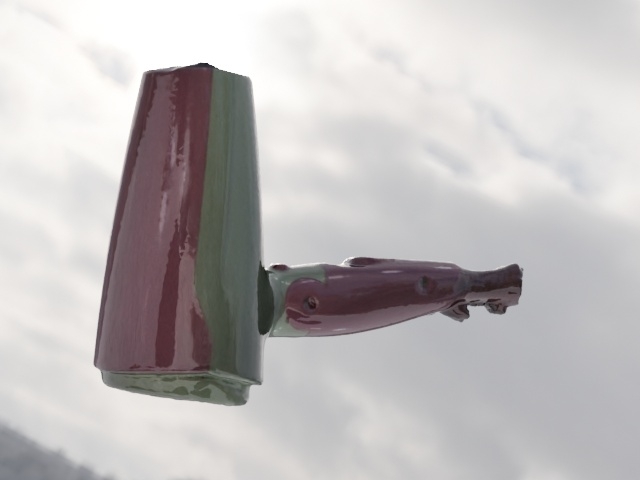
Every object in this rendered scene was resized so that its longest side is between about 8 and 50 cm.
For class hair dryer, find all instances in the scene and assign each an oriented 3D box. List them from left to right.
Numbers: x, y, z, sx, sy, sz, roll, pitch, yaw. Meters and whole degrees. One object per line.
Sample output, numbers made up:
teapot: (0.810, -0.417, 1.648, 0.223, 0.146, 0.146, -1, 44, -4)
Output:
hair dryer: (0.002, 0.007, 0.577, 0.154, 0.106, 0.054, 12, -7, -32)
